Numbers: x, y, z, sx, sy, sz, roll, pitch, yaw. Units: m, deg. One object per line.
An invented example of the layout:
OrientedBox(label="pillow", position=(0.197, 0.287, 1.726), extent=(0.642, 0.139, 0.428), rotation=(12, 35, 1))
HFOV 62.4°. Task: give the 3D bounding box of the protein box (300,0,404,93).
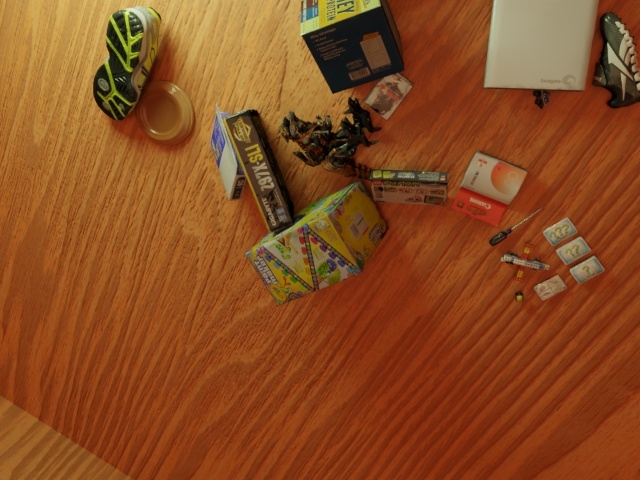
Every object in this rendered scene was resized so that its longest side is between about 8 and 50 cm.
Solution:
OrientedBox(label="protein box", position=(0.081, -0.507, 1.313), extent=(0.200, 0.135, 0.201), rotation=(-13, 146, 19))

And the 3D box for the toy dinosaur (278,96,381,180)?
OrientedBox(label="toy dinosaur", position=(0.048, -0.269, 1.477), extent=(0.322, 0.164, 0.218), rotation=(17, 137, -33))

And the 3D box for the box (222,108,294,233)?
OrientedBox(label="box", position=(-0.162, -0.202, 1.471), extent=(0.080, 0.257, 0.321), rotation=(-20, 104, 1))

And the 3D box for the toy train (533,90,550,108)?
OrientedBox(label="toy train", position=(0.550, -0.412, 1.332), extent=(0.036, 0.027, 0.158), rotation=(-15, 104, 9))

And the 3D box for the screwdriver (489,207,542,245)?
OrientedBox(label="screwdriver", position=(0.543, -0.038, 1.469), extent=(0.170, 0.025, 0.024), rotation=(-38, 96, 24))

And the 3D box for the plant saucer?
OrientedBox(label="plant saucer", position=(-0.483, -0.387, 1.617), extent=(0.200, 0.037, 0.199), rotation=(5, 111, 14))

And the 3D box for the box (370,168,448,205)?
OrientedBox(label="box", position=(0.247, -0.147, 1.470), extent=(0.207, 0.036, 0.114), rotation=(5, 150, 13))

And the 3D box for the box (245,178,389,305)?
OrientedBox(label="box", position=(0.000, 0.000, 1.468), extent=(0.279, 0.290, 0.177), rotation=(-24, 103, 30))

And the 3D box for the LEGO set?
OrientedBox(label="LEGO set", position=(0.628, 0.076, 1.471), extent=(0.244, 0.060, 0.182), rotation=(-35, 94, 24))

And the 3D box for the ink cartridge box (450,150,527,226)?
OrientedBox(label="ink cartridge box", position=(0.456, -0.138, 1.447), extent=(0.146, 0.045, 0.179), rotation=(23, 111, 7))

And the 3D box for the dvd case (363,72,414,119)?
OrientedBox(label="dvd case", position=(0.185, -0.401, 1.442), extent=(0.087, 0.013, 0.119), rotation=(38, 114, 0))

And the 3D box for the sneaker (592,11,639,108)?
OrientedBox(label="sneaker", position=(0.696, -0.419, 1.260), extent=(0.106, 0.078, 0.234), rotation=(-24, 104, 19))

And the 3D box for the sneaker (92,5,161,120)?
OrientedBox(label="sneaker", position=(-0.550, -0.504, 1.547), extent=(0.145, 0.147, 0.384), rotation=(40, 133, -4))

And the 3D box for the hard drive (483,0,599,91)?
OrientedBox(label="hard drive", position=(0.530, -0.541, 1.259), extent=(0.233, 0.047, 0.352), rotation=(6, 105, 13))

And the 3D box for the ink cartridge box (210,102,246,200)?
OrientedBox(label="ink cartridge box", position=(-0.258, -0.248, 1.494), extent=(0.045, 0.208, 0.206), rotation=(-14, 73, -20))
